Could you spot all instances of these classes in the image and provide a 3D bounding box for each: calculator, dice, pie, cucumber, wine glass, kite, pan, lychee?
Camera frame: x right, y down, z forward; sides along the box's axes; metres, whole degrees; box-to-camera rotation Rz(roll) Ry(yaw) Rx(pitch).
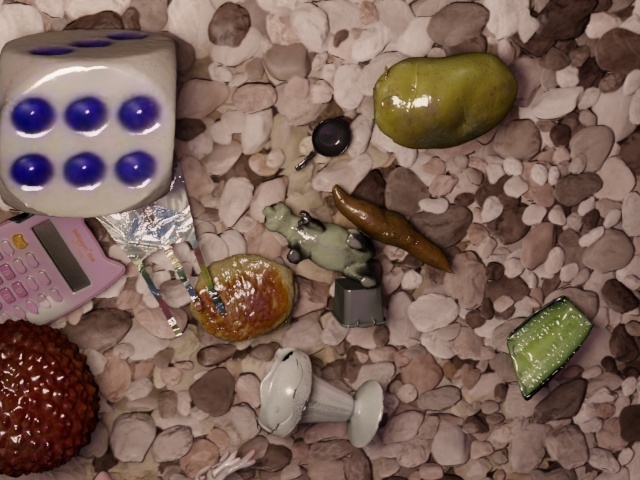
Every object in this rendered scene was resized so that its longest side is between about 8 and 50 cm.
[{"bbox_3d":[-0.491,0.051,1.763,0.294,0.043,0.194,-26,116,4],"label":"calculator"},{"bbox_3d":[-0.348,-0.182,1.577,0.259,0.251,0.243,-1,111,-11],"label":"dice"},{"bbox_3d":[-0.134,0.101,1.834,0.193,0.079,0.163,-19,109,-1],"label":"pie"},{"bbox_3d":[0.424,0.201,1.985,0.193,0.115,0.086,-46,156,4],"label":"cucumber"},{"bbox_3d":[0.001,0.292,1.904,0.196,0.165,0.165,18,108,-26],"label":"wine glass"},{"bbox_3d":[-0.275,0.011,1.766,0.169,0.015,0.310,-20,99,-2],"label":"kite"},{"bbox_3d":[-0.001,-0.161,1.779,0.115,0.023,0.068,-41,115,4],"label":"pan"},{"bbox_3d":[-0.497,0.273,1.729,0.264,0.264,0.300,1,116,-12],"label":"lychee"}]

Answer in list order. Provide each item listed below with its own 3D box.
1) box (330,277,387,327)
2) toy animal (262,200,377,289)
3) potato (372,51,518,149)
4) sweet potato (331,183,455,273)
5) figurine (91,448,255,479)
[{"bbox_3d":[0.067,0.107,1.856,0.084,0.122,0.069,-3,101,-12],"label":"box"},{"bbox_3d":[0.000,0.000,1.797,0.225,0.121,0.094,20,99,-13],"label":"toy animal"},{"bbox_3d":[0.205,-0.234,1.731,0.248,0.144,0.169,-14,152,-11],"label":"potato"},{"bbox_3d":[0.129,-0.018,1.843,0.273,0.067,0.067,30,103,-18],"label":"sweet potato"},{"bbox_3d":[-0.263,0.510,1.909,0.315,0.284,0.206,14,121,9],"label":"figurine"}]
